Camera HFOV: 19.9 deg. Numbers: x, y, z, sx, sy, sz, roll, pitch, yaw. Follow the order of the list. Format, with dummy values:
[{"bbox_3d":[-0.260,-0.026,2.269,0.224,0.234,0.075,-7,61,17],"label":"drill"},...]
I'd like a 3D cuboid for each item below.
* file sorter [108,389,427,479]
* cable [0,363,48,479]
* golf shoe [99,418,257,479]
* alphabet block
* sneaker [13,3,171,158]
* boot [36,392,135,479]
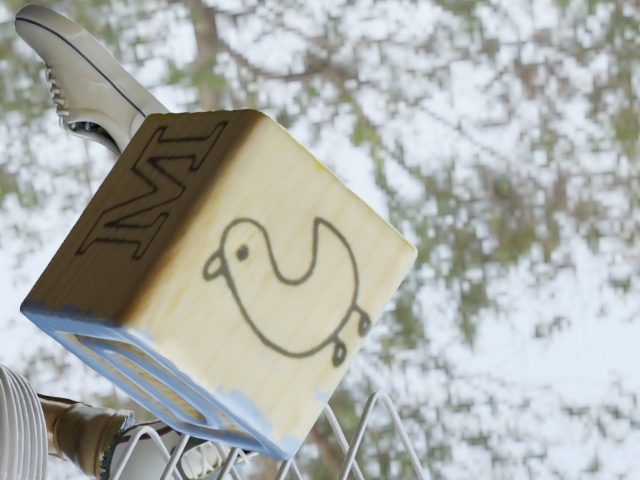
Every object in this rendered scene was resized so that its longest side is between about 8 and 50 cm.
[{"bbox_3d":[-0.053,0.266,1.702,0.277,0.173,0.193,-11,-149,26],"label":"file sorter"},{"bbox_3d":[-0.358,0.234,1.783,0.089,0.257,0.257,22,169,-35],"label":"cable"},{"bbox_3d":[-0.140,0.226,1.974,0.120,0.105,0.273,-15,-165,31],"label":"golf shoe"},{"bbox_3d":[-0.081,0.031,1.418,0.193,0.192,0.197,6,-120,56],"label":"alphabet block"},{"bbox_3d":[-0.271,-0.171,2.087,0.258,0.094,0.091,40,-107,18],"label":"sneaker"},{"bbox_3d":[-0.353,0.204,2.086,0.269,0.089,0.236,16,170,-3],"label":"boot"}]
